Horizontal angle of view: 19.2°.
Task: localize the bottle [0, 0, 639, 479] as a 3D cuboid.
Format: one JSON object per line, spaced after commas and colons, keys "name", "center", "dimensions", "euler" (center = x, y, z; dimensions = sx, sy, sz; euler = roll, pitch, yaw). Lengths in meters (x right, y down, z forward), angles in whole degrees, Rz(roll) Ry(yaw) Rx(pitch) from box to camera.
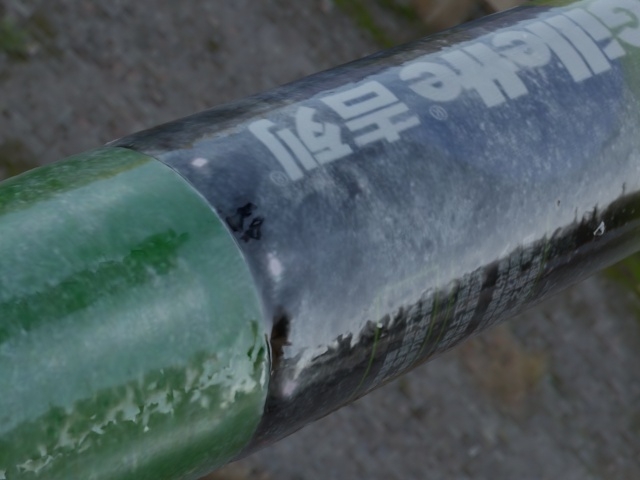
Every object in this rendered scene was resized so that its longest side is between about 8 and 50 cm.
{"name": "bottle", "center": [0.000, 0.000, 0.542], "dimensions": [0.330, 0.093, 0.093], "euler": [-23, 68, -44]}
